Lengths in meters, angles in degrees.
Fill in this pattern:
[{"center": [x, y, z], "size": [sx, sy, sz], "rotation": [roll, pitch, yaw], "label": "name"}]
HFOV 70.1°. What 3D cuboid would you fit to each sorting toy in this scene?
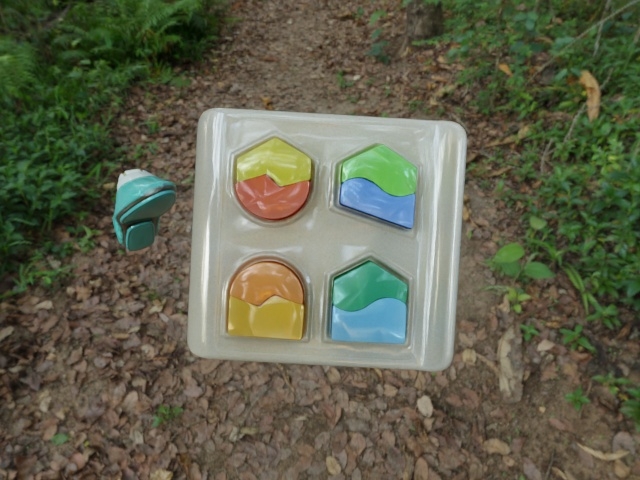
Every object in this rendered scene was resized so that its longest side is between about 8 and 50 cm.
[{"center": [0.000, 0.000, 0.345], "size": [0.208, 0.193, 0.038], "rotation": [3, 1, 4], "label": "sorting toy"}]

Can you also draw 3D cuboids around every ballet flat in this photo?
[{"center": [-0.283, -0.058, 0.701], "size": [0.083, 0.247, 0.087], "rotation": [-20, 82, -32], "label": "ballet flat"}]
